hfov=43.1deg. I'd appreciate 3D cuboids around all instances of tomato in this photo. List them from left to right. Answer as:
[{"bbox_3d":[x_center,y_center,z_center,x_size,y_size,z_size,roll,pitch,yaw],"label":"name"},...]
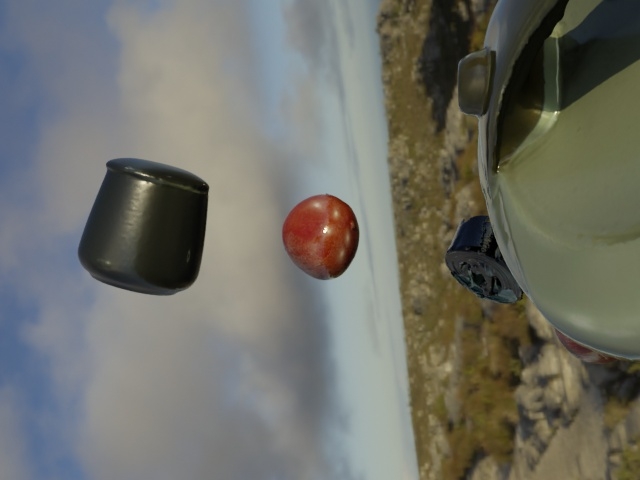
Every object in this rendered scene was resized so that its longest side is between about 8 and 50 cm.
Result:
[{"bbox_3d":[0.000,0.000,1.605,0.167,0.167,0.168,-8,-90,-86],"label":"tomato"}]

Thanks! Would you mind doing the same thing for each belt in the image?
[{"bbox_3d":[0.206,0.028,0.985,0.058,0.105,0.140,-62,-31,-19],"label":"belt"}]

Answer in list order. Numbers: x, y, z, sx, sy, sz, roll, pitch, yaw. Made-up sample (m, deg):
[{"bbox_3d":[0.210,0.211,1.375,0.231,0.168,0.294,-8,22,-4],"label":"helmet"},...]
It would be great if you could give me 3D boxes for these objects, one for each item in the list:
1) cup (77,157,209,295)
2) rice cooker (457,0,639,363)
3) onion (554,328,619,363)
[{"bbox_3d":[-0.258,-0.028,1.149,0.223,0.169,0.177,22,101,50],"label":"cup"},{"bbox_3d":[0.245,-0.077,0.347,0.335,0.325,0.335,-165,90,-73],"label":"rice cooker"},{"bbox_3d":[0.485,0.128,1.345,0.195,0.159,0.160,-7,90,62],"label":"onion"}]
